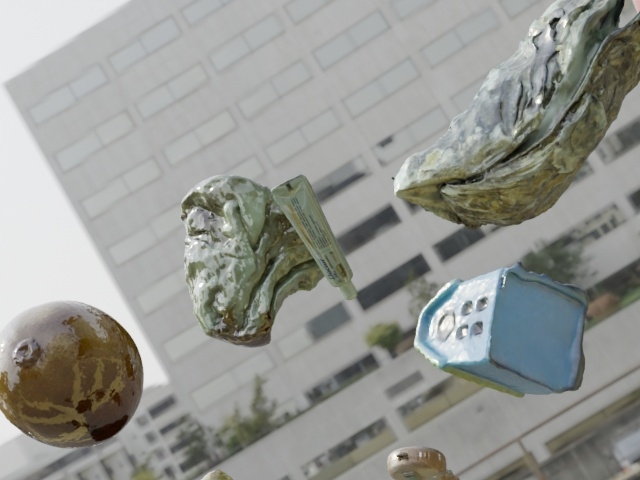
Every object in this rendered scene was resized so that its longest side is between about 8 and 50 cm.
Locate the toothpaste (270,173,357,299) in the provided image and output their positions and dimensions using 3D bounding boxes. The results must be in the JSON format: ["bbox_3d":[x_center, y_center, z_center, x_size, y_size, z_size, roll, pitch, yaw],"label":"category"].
[{"bbox_3d":[0.000,0.000,1.973,0.067,0.255,0.037,-24,25,13],"label":"toothpaste"}]

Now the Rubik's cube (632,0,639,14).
[{"bbox_3d":[0.445,-0.350,1.119,0.258,0.256,0.253,-10,-21,-8],"label":"Rubik's cube"}]

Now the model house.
[{"bbox_3d":[0.350,0.197,2.267,0.237,0.216,0.303,22,-25,-27],"label":"model house"}]

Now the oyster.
[{"bbox_3d":[0.208,-0.129,1.051,0.351,0.158,0.162,-39,-49,-21],"label":"oyster"}]

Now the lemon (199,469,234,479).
[{"bbox_3d":[-0.172,0.521,1.821,0.257,0.310,0.258,9,4,-1],"label":"lemon"}]

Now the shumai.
[{"bbox_3d":[-0.147,0.061,2.169,0.309,0.264,0.304,-2,-36,26],"label":"shumai"}]

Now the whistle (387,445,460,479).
[{"bbox_3d":[0.195,0.426,2.088,0.107,0.057,0.220,-15,-31,27],"label":"whistle"}]

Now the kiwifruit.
[{"bbox_3d":[-0.347,0.181,1.548,0.196,0.196,0.234,-32,-26,6],"label":"kiwifruit"}]
